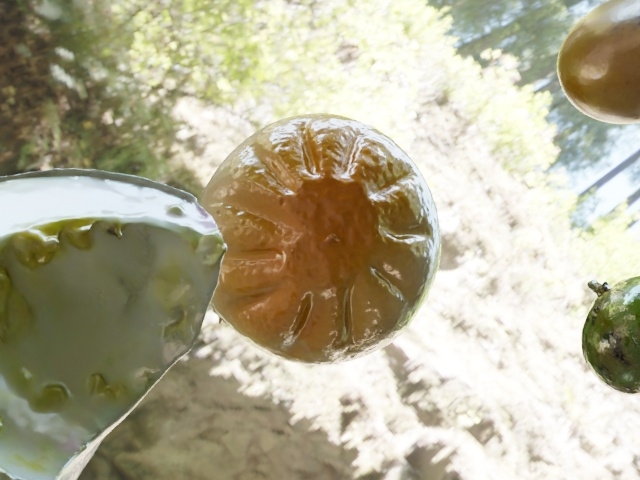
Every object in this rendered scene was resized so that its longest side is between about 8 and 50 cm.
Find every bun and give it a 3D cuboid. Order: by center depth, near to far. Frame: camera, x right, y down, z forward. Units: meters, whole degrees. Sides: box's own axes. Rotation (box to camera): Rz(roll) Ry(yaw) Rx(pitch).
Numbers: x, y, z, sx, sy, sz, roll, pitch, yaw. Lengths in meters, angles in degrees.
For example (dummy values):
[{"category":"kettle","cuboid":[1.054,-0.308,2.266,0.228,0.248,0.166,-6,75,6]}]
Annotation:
[{"category":"bun","cuboid":[0.000,0.000,1.248,0.299,0.299,0.165,59,-8,0]}]

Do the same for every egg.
[{"category":"egg","cuboid":[-0.206,0.076,0.737,0.206,0.271,0.162,24,-48,20]}]

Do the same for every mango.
[{"category":"mango","cuboid":[0.329,-0.180,1.009,0.221,0.151,0.120,-12,-68,36]}]

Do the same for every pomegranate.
[{"category":"pomegranate","cuboid":[0.402,0.144,1.311,0.156,0.156,0.220,-19,-88,43]}]
